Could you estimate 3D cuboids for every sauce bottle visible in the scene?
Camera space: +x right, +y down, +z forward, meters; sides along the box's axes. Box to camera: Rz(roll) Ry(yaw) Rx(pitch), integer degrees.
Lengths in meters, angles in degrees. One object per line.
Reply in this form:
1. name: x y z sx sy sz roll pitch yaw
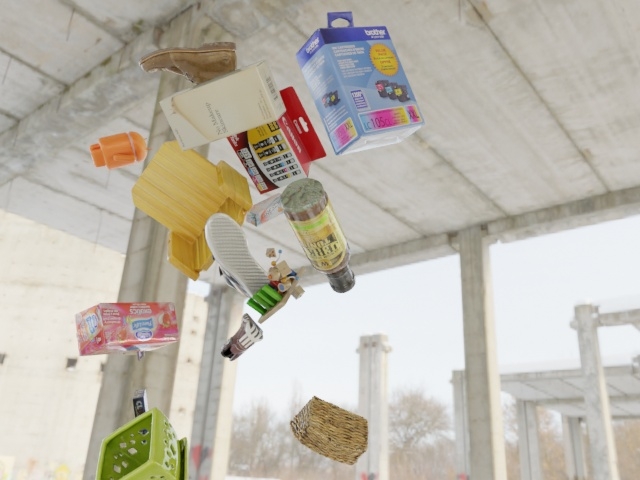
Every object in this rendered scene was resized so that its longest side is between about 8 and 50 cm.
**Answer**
1. sauce bottle: 0.010 0.003 1.410 0.111 0.111 0.344 -6 -41 21

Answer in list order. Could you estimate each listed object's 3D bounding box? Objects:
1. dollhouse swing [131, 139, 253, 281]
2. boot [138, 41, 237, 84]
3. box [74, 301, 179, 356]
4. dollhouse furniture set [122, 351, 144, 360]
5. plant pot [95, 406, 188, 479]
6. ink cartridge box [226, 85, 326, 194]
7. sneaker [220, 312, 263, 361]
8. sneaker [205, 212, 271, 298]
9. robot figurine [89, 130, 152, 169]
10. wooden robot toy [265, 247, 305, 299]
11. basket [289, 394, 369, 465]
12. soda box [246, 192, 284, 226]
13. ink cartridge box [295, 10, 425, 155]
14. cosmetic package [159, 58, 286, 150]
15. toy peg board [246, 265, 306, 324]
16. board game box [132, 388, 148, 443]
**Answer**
1. dollhouse swing: -0.462 -0.121 1.993 0.305 0.315 0.347 32 -71 -27
2. boot: -0.397 -0.515 1.744 0.305 0.115 0.112 -3 10 10
3. box: -0.545 0.249 1.661 0.128 0.122 0.257 -23 -18 32
4. dollhouse furniture set: -0.628 0.329 1.940 0.081 0.114 0.091 -1 15 6
5. plant pot: -0.544 0.707 1.841 0.227 0.228 0.207 -33 -57 8
6. ink cartridge box: -0.162 -0.358 2.104 0.272 0.130 0.309 -18 -58 20
7. sneaker: -0.300 0.359 2.147 0.106 0.162 0.281 50 -6 -2
8. sneaker: -0.278 0.060 1.867 0.127 0.126 0.321 -4 -60 58
9. robot figurine: -0.759 -0.343 2.230 0.219 0.128 0.158 -18 3 -19
10. wooden robot toy: -0.124 0.103 1.671 0.076 0.173 0.079 -34 -3 38
11. basket: 0.030 0.847 2.490 0.299 0.213 0.223 28 -58 -14
12. soda box: -0.200 -0.119 2.235 0.063 0.183 0.058 26 -49 34
13. ink cartridge box: 0.107 -0.473 1.720 0.270 0.395 0.151 -18 -8 -35
14. cosmetic package: -0.274 -0.380 1.655 0.309 0.113 0.160 -16 -67 18
15. toy peg board: -0.142 0.147 1.777 0.079 0.160 0.161 39 -43 -10
16. board game box: -0.658 0.689 2.175 0.042 0.243 0.165 -8 -1 -15
